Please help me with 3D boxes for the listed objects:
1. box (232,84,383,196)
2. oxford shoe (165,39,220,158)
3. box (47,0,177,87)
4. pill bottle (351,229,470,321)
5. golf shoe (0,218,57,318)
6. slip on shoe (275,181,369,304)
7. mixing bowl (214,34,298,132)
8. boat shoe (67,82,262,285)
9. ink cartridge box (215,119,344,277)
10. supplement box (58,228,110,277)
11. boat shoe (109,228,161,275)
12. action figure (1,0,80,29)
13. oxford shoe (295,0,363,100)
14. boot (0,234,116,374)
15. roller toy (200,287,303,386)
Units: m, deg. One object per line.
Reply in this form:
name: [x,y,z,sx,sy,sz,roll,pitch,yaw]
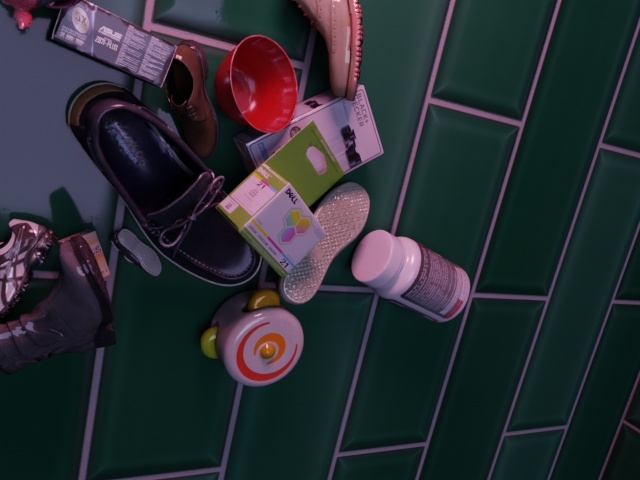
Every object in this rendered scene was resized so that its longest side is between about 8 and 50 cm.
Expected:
box: [-0.021,-0.207,1.212,0.290,0.087,0.169,-29,119,-17]
oxford shoe: [-0.250,-0.248,1.055,0.083,0.096,0.227,3,125,16]
box: [-0.355,-0.336,0.953,0.180,0.147,0.077,19,98,-31]
pill bottle: [0.226,0.088,1.404,0.283,0.161,0.161,27,93,-32]
golf shoe: [-0.571,0.051,1.028,0.094,0.077,0.198,31,85,-22]
slip on shoe: [0.000,0.000,1.289,0.123,0.101,0.331,38,72,-16]
mixing bowl: [-0.139,-0.296,1.095,0.182,0.098,0.181,-3,93,-50]
boat shoe: [-0.276,-0.077,1.085,0.187,0.156,0.500,-42,123,-11]
ink cartridge box: [-0.048,-0.081,1.112,0.255,0.097,0.188,-44,140,-5]
supplement box: [-0.455,0.034,1.085,0.062,0.036,0.098,-33,123,-41]
boat shoe: [-0.374,0.027,1.137,0.125,0.038,0.046,51,39,-37]
action figure: [-0.386,-0.440,0.822,0.276,0.248,0.369,32,51,-52]
oxford shoe: [0.005,-0.471,1.107,0.147,0.140,0.396,-7,98,3]
boot: [-0.490,0.136,0.989,0.223,0.118,0.338,-16,147,-25]
roller toy: [-0.140,0.220,1.265,0.209,0.146,0.191,-49,123,-6]
